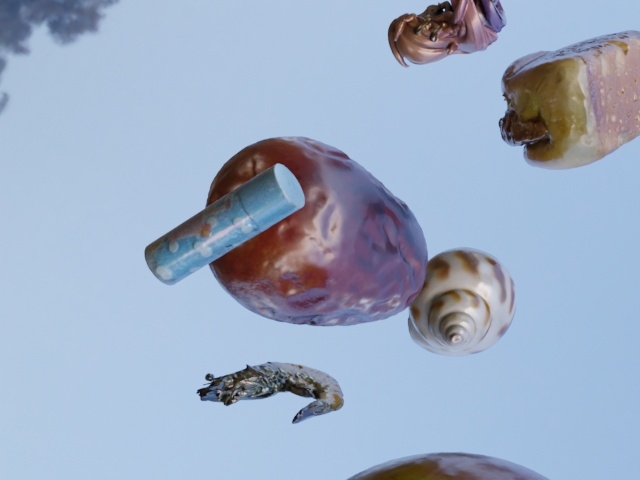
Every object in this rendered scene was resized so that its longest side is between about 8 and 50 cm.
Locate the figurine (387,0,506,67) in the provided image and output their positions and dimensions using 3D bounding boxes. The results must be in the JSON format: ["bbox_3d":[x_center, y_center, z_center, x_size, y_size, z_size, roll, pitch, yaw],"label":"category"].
[{"bbox_3d":[0.162,-0.273,1.395,0.157,0.126,0.114,-40,-119,6],"label":"figurine"}]

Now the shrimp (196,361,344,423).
[{"bbox_3d":[-0.059,0.208,1.506,0.150,0.217,0.051,27,-67,46],"label":"shrimp"}]

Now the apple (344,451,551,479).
[{"bbox_3d":[0.116,0.400,1.064,0.374,0.374,0.383,-23,-106,50],"label":"apple"}]

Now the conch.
[{"bbox_3d":[0.214,0.101,1.675,0.149,0.275,0.182,16,-72,29],"label":"conch"}]

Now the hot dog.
[{"bbox_3d":[0.437,-0.243,1.922,0.223,0.185,0.405,-6,-167,38],"label":"hot dog"}]

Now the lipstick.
[{"bbox_3d":[-0.091,-0.013,1.031,0.158,0.048,0.048,-30,-143,20],"label":"lipstick"}]

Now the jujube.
[{"bbox_3d":[0.000,0.000,1.362,0.223,0.318,0.223,-14,-113,36],"label":"jujube"}]
